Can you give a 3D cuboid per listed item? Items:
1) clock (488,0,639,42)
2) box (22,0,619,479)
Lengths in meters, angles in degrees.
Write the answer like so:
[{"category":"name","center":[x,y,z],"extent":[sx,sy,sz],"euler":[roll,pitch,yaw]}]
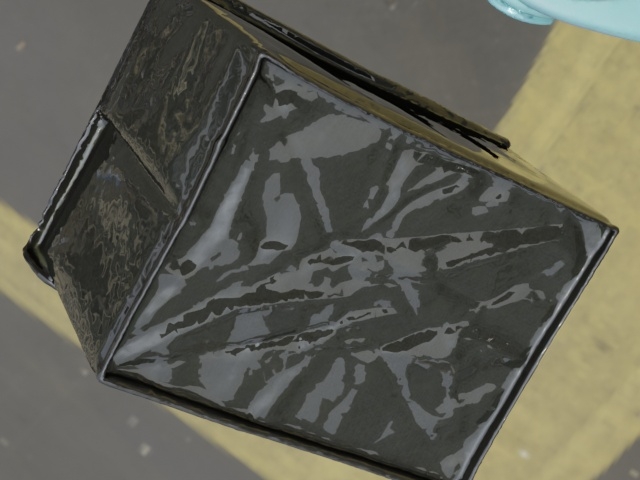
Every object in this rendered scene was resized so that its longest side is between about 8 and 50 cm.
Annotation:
[{"category":"clock","center":[0.167,-0.223,0.804],"extent":[0.274,0.094,0.224],"euler":[14,109,29]},{"category":"box","center":[0.000,0.000,1.112],"extent":[0.345,0.251,0.204],"euler":[22,-166,-29]}]
